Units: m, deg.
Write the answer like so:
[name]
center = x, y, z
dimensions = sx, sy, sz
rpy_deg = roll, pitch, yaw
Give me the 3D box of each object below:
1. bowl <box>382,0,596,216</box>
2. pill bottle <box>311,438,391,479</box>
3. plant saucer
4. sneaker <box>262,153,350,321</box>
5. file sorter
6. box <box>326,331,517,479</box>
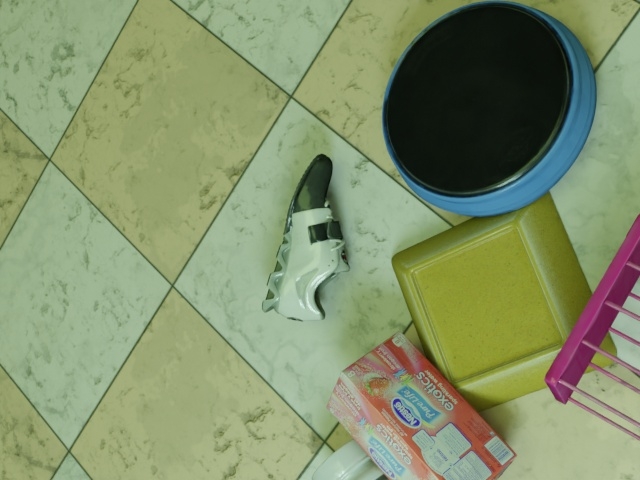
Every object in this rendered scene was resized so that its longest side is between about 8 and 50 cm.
[bowl]
center = 0.282, -0.239, 1.580
dimensions = 0.391, 0.077, 0.392
rpy_deg = -9, 74, 32
[pill bottle]
center = 0.122, 0.501, 1.616
dimensions = 0.161, 0.161, 0.283
rpy_deg = -49, 66, 19
[plant saucer]
center = 0.300, 0.116, 1.582
dimensions = 0.332, 0.081, 0.333
rpy_deg = -27, 75, 26
[sneaker]
center = 0.000, 0.000, 1.755
dimensions = 0.146, 0.122, 0.331
rpy_deg = 15, 94, 12
[file sorter]
center = 0.499, 0.147, 1.353
dimensions = 0.182, 0.202, 0.291
rpy_deg = 29, 84, 25
[box]
center = 0.169, 0.333, 1.564
dimensions = 0.300, 0.154, 0.142
rpy_deg = 46, 146, 21
